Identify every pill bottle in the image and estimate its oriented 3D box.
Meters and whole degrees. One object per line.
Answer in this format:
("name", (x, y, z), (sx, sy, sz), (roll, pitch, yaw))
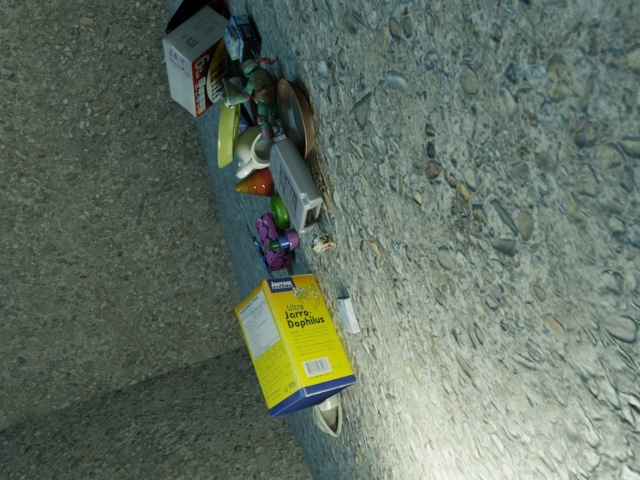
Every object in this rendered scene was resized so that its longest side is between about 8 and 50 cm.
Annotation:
("pill bottle", (-0.286, -0.516, 1.938), (0.120, 0.067, 0.067), (-131, 28, -57))

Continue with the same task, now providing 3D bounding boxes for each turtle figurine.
("turtle figurine", (-0.160, -0.375, 1.495), (0.118, 0.175, 0.234), (-6, 109, 57))

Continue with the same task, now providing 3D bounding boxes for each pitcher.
("pitcher", (-0.194, -0.253, 1.689), (0.125, 0.178, 0.207), (48, 172, -20))

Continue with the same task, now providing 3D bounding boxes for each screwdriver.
("screwdriver", (-0.217, -0.450, 1.852), (0.025, 0.024, 0.170), (-34, 74, 44))

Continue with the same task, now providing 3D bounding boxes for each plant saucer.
("plant saucer", (-0.055, -0.292, 1.399), (0.198, 0.036, 0.198), (162, 90, -75))
("plant saucer", (-0.249, -0.317, 1.603), (0.241, 0.037, 0.241), (-175, 90, -85))

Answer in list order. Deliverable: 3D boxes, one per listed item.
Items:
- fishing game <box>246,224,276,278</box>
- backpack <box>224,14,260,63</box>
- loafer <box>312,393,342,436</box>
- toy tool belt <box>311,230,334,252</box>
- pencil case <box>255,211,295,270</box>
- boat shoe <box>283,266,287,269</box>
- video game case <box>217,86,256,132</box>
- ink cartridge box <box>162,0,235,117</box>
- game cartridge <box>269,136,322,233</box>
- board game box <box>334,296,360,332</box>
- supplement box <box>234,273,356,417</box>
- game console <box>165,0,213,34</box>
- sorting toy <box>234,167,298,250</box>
("fishing game", (-0.198, 0.064, 2.100), (0.264, 0.041, 0.189), (59, 172, 34))
("backpack", (-0.224, -0.567, 1.622), (0.105, 0.084, 0.114), (115, 139, -65))
("loafer", (0.019, 0.500, 1.892), (0.111, 0.112, 0.319), (32, 140, 50))
("toy tool belt", (0.000, 0.000, 1.493), (0.051, 0.052, 0.083), (64, 164, 2))
("pencil case", (-0.164, -0.002, 2.015), (0.098, 0.095, 0.209), (78, 170, -57))
("boat shoe", (-0.155, 0.052, 2.121), (0.153, 0.048, 0.056), (89, 159, -47))
("video game case", (-0.243, -0.373, 1.886), (0.274, 0.026, 0.196), (60, 170, -18))
("ink cartridge box", (-0.374, -0.610, 1.943), (0.130, 0.272, 0.309), (39, 159, 7))
("game cartridge", (-0.068, -0.142, 1.491), (0.297, 0.062, 0.198), (110, 138, -76))
("board game box", (0.069, 0.193, 1.512), (0.090, 0.020, 0.090), (167, 87, -76))
("supplement box", (-0.080, 0.304, 1.720), (0.194, 0.195, 0.356), (-43, 61, 42))
("game console", (-0.398, -0.714, 1.965), (0.044, 0.213, 0.361), (38, 179, 6))
("sorting toy", (-0.189, -0.101, 1.932), (0.127, 0.126, 0.365), (93, 156, -52))
